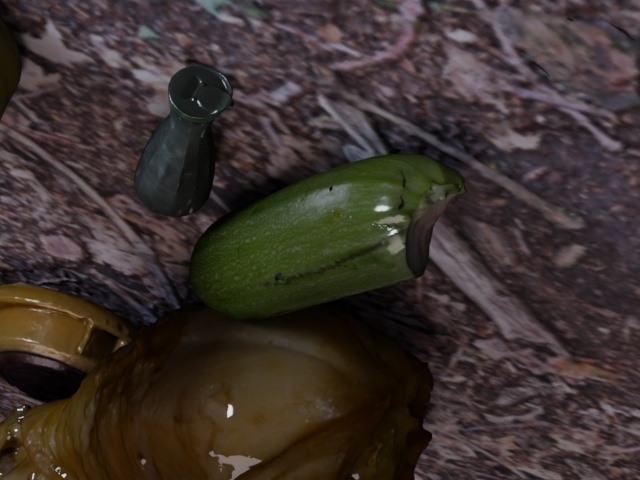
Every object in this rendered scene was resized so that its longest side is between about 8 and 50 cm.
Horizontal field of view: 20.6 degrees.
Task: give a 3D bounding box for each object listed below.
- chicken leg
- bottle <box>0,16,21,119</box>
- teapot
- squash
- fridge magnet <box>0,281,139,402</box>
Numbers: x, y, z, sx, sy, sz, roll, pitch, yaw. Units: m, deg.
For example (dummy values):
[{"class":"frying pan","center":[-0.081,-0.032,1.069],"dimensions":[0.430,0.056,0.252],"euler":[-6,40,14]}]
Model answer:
[{"class":"chicken leg","center":[-0.072,0.153,1.165],"dimensions":[0.409,0.182,0.295],"euler":[-17,159,39]},{"class":"bottle","center":[-0.295,0.017,0.864],"dimensions":[0.172,0.351,0.171],"euler":[19,155,9]},{"class":"teapot","center":[-0.069,-0.053,0.913],"dimensions":[0.043,0.042,0.110],"euler":[23,152,-2]},{"class":"squash","center":[0.000,0.000,0.926],"dimensions":[0.069,0.069,0.239],"euler":[32,156,-21]},{"class":"fridge magnet","center":[-0.181,0.076,1.244],"dimensions":[0.143,0.063,0.143],"euler":[14,154,7]}]
